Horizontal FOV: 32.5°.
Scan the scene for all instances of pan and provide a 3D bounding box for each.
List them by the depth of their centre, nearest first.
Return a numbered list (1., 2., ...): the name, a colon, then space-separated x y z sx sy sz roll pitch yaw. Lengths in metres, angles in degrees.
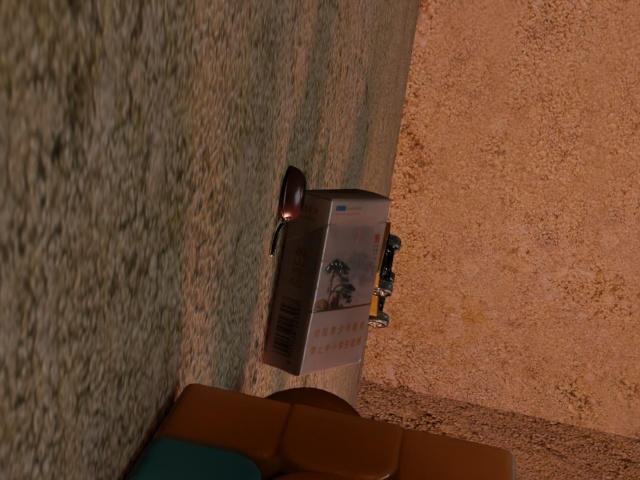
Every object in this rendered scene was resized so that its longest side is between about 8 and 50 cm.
1. pan: -0.036 -0.032 1.298 0.068 0.023 0.115 87 15 -71

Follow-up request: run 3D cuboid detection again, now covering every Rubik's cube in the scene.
1. Rubik's cube: -0.020 0.319 0.833 0.291 0.291 0.291 -67 166 -67

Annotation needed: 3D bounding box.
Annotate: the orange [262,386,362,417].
1. orange: -0.021 0.266 1.235 0.206 0.206 0.206 11 90 -84

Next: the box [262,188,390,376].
1. box: 0.011 0.050 1.432 0.149 0.067 0.233 -4 107 -58

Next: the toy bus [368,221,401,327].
1. toy bus: 0.090 0.068 2.197 0.335 0.123 0.121 87 14 -69
